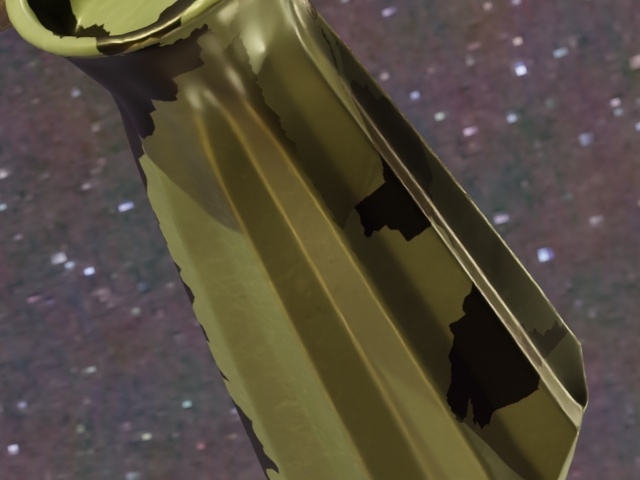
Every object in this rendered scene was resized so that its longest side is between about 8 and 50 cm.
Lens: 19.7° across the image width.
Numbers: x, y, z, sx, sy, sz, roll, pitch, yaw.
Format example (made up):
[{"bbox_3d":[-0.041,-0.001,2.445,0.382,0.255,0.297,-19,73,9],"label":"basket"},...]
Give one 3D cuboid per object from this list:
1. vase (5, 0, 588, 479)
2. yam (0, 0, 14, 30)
[{"bbox_3d":[0.000,0.000,0.793,0.360,0.165,0.165,59,-140,-43],"label":"vase"},{"bbox_3d":[-0.182,-0.132,0.859,0.357,0.081,0.081,-16,-89,-74],"label":"yam"}]
